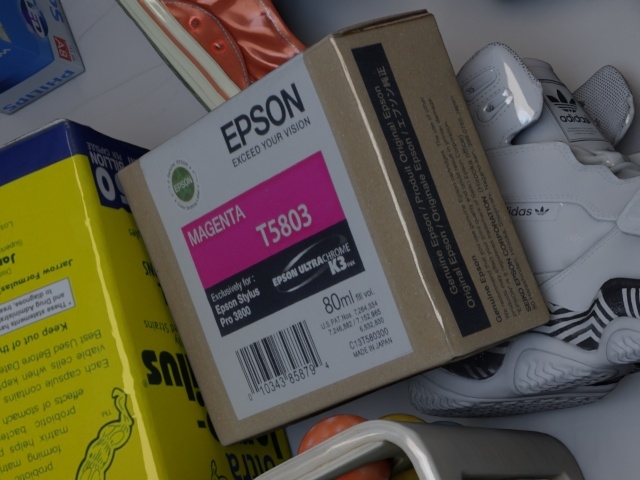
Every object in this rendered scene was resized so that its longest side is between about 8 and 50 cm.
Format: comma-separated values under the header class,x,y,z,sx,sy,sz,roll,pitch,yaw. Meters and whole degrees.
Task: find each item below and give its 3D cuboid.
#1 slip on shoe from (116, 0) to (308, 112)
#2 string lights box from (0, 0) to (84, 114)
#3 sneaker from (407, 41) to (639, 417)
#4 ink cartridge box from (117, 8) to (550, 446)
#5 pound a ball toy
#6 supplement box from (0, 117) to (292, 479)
class,x,y,z,sx,sy,sz,roll,pitch,yaw
slip on shoe,-0.086,-0.176,1.276,0.101,0.123,0.331,-41,72,-1
string lights box,-0.280,-0.180,1.275,0.077,0.260,0.133,-28,74,19
sneaker,0.181,-0.025,1.076,0.366,0.137,0.210,-21,71,45
ink cartridge box,0.000,0.000,1.097,0.235,0.088,0.193,-28,82,49
pound a ball toy,0.019,0.179,1.062,0.208,0.319,0.135,-29,72,19
supplement box,-0.150,0.130,1.214,0.195,0.194,0.356,-22,75,21
